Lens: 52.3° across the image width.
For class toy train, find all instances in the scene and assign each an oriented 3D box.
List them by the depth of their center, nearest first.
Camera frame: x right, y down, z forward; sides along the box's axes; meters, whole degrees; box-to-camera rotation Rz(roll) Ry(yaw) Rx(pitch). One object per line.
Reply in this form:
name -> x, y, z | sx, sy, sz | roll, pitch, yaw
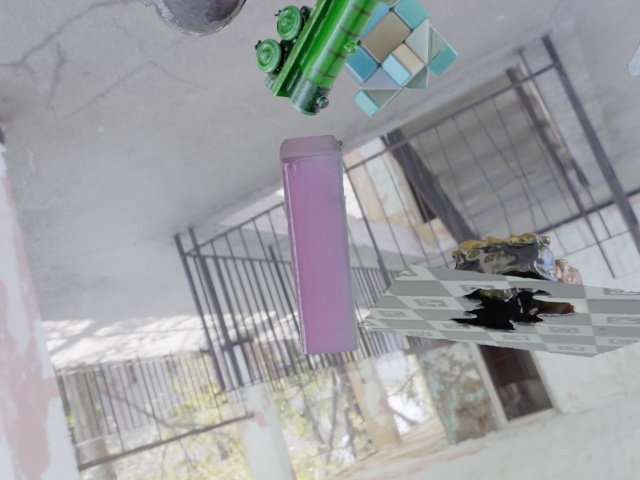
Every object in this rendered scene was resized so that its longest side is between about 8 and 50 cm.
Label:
toy train -> 0.014, -0.265, 0.774 | 0.085, 0.119, 0.251 | -7, 140, -45

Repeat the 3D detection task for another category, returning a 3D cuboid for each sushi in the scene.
sushi -> 0.176, 0.050, 0.593 | 0.264, 0.050, 0.290 | 7, 162, 0

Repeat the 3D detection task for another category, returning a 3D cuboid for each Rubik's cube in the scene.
Rubik's cube -> 0.133, -0.375, 1.307 | 0.224, 0.213, 0.265 | -45, -176, 10

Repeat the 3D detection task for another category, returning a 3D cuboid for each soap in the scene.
soap -> -0.002, 0.000, 0.866 | 0.081, 0.259, 0.181 | -5, -162, 0

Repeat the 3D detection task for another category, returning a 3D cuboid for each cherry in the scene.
cherry -> -0.158, -0.335, 0.766 | 0.176, 0.140, 0.176 | 7, 132, 7

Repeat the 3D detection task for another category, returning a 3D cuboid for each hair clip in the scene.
hair clip -> 0.320, -0.206, 0.624 | 0.039, 0.030, 0.115 | -49, 147, -19
